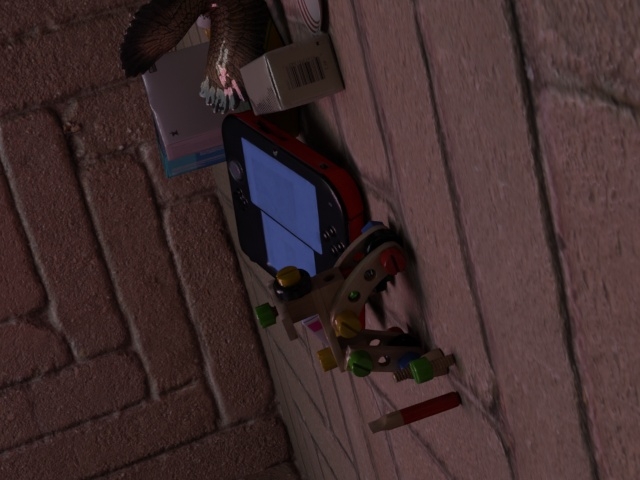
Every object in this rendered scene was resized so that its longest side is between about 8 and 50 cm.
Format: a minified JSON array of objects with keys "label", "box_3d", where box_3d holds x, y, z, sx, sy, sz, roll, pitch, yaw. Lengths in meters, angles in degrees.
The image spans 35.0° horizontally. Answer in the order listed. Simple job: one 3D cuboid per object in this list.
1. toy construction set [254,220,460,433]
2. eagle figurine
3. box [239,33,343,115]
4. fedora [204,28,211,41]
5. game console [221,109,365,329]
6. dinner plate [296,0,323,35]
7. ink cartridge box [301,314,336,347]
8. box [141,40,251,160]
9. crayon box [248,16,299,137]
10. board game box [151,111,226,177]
[{"label":"toy construction set","box_3d":[0.040,0.149,1.523,0.257,0.237,0.309,86,163,-53]},{"label":"eagle figurine","box_3d":[-0.201,-0.404,1.813,0.225,0.226,0.298,54,-133,-61]},{"label":"box","box_3d":[-0.053,-0.267,1.666,0.275,0.113,0.094,-154,46,-78]},{"label":"fedora","box_3d":[-0.230,-0.505,2.288,0.194,0.079,0.194,163,90,-79]},{"label":"game console","box_3d":[-0.052,-0.033,1.837,0.386,0.060,0.342,37,139,43]},{"label":"dinner plate","box_3d":[-0.019,-0.384,1.546,0.141,0.017,0.141,161,90,-80]},{"label":"ink cartridge box","box_3d":[-0.030,0.073,2.111,0.186,0.065,0.311,48,-164,-54]},{"label":"box","box_3d":[-0.244,-0.277,1.996,0.119,0.181,0.181,116,136,-79]},{"label":"crayon box","box_3d":[-0.118,-0.332,1.977,0.203,0.083,0.323,88,162,-58]},{"label":"board game box","box_3d":[-0.242,-0.270,2.262,0.336,0.253,0.079,103,148,-70]}]
